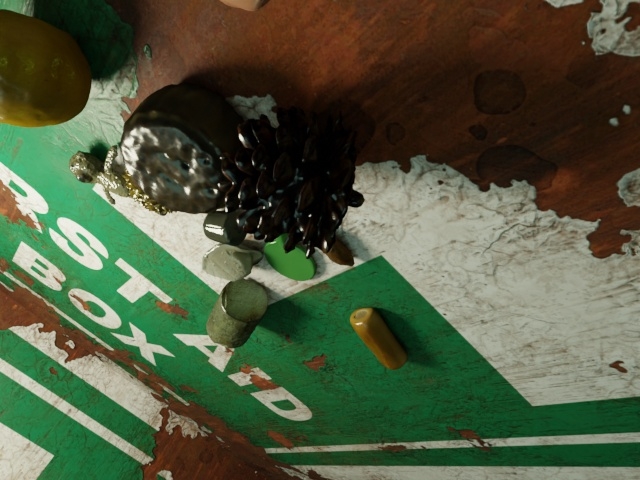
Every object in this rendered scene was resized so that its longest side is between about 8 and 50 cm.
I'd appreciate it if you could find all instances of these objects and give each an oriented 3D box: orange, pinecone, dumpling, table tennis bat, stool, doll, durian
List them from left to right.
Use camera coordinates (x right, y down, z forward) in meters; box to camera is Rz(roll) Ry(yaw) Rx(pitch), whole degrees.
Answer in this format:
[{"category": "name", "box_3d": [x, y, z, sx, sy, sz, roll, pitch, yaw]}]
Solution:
[{"category": "orange", "box_3d": [-0.653, -0.372, 1.021, 0.278, 0.279, 0.235, 16, 110, 14]}, {"category": "doll", "box_3d": [-0.582, -0.155, 1.344, 0.202, 0.091, 0.286, -18, 128, 46]}, {"category": "durian", "box_3d": [-0.438, -0.139, 1.249, 0.182, 0.132, 0.165, 22, 164, -27]}, {"category": "stool", "box_3d": [-0.260, -0.036, 1.270, 0.110, 0.096, 0.096, 8, 136, 30]}, {"category": "dumpling", "box_3d": [-0.262, 0.049, 1.355, 0.176, 0.093, 0.150, 9, 143, 22]}, {"category": "table tennis bat", "box_3d": [-0.093, 0.027, 1.286, 0.160, 0.039, 0.257, 12, 142, 20]}, {"category": "pinecone", "box_3d": [-0.058, -0.127, 0.900, 0.295, 0.299, 0.242, 7, 158, 21]}]

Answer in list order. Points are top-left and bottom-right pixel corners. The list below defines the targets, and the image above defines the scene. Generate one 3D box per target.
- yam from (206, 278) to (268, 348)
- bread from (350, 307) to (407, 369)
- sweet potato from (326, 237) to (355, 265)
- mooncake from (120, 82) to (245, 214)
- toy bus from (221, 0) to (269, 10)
[{"category": "yam", "box_3d": [-0.278, 0.247, 1.530, 0.161, 0.161, 0.268, 32, 137, -3]}, {"category": "bread", "box_3d": [0.176, 0.299, 1.383, 0.092, 0.074, 0.239, -17, 123, 34]}, {"category": "sweet potato", "box_3d": [0.002, -0.001, 1.186, 0.218, 0.051, 0.065, 36, 142, -9]}, {"category": "mooncake", "box_3d": [-0.298, -0.198, 1.053, 0.290, 0.161, 0.291, 13, 136, 12]}, {"category": "toy bus", "box_3d": [-0.154, -0.480, 0.690, 0.287, 0.194, 0.232, 30, 152, -2]}]
